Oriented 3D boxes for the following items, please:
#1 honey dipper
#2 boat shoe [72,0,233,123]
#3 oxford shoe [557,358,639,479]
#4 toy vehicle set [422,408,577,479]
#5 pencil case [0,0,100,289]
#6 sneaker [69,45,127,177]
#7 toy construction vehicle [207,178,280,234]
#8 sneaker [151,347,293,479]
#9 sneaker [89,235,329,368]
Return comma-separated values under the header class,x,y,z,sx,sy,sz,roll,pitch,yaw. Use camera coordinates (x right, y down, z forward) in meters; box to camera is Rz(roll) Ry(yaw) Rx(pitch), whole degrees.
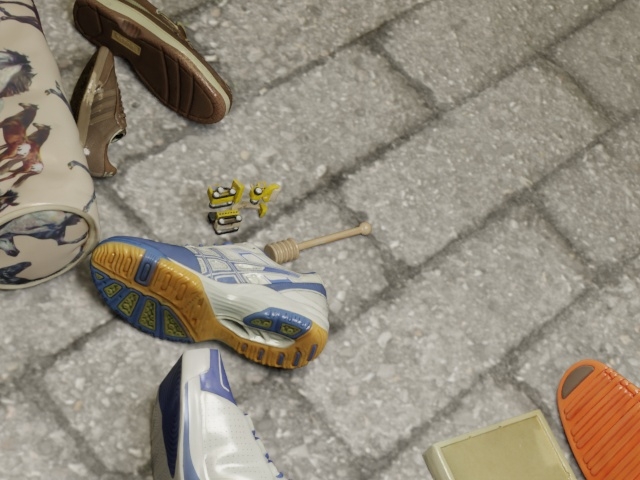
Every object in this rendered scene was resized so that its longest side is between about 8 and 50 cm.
class,x,y,z,sx,sy,sz,roll,pitch,yaw
honey dipper,0.000,0.000,1.688,0.161,0.030,0.030,-17,66,-33
boat shoe,-0.206,-0.261,1.739,0.257,0.095,0.095,40,47,8
oxford shoe,0.436,0.299,1.626,0.363,0.130,0.133,53,23,24
toy vehicle set,0.251,0.345,1.551,0.166,0.035,0.267,-12,63,-27
pencil case,-0.389,-0.142,1.545,0.184,0.160,0.410,-10,62,-25
sneaker,-0.283,-0.161,1.671,0.071,0.066,0.188,25,56,-26
toy construction vehicle,-0.105,-0.050,1.643,0.098,0.086,0.035,-13,58,-27
sneaker,-0.075,0.281,1.425,0.182,0.127,0.315,0,65,-25
sneaker,-0.131,0.054,1.567,0.296,0.112,0.131,23,39,-12
